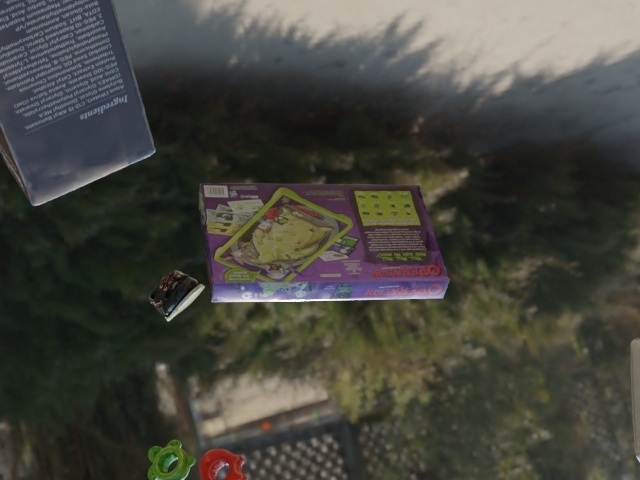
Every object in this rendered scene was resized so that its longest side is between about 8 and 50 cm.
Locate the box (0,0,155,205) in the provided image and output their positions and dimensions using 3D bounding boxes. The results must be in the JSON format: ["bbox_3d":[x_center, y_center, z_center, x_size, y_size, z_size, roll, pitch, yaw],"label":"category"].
[{"bbox_3d":[-0.277,-0.239,1.089,0.143,0.191,0.381,-27,138,-14],"label":"box"}]

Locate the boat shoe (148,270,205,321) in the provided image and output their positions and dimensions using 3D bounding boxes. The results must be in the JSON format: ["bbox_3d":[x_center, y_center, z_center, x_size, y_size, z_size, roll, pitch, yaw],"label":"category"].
[{"bbox_3d":[-0.155,0.057,1.311,0.049,0.042,0.133,-40,-176,-17],"label":"boat shoe"}]

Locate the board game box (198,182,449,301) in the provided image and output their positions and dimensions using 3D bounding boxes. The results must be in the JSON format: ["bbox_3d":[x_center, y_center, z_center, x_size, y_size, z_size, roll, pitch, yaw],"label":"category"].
[{"bbox_3d":[0.000,0.000,1.837,0.347,0.208,0.056,0,131,-13],"label":"board game box"}]

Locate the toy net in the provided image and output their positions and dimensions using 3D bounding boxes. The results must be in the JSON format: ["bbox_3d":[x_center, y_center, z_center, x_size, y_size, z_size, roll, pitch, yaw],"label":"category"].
[{"bbox_3d":[-0.051,0.228,0.912,0.232,0.122,0.045,11,155,33],"label":"toy net"}]

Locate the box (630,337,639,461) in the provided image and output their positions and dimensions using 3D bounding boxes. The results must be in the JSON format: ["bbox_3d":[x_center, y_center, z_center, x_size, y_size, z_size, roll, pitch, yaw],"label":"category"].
[{"bbox_3d":[0.423,0.211,1.293,0.127,0.148,0.232,-16,134,27],"label":"box"}]
